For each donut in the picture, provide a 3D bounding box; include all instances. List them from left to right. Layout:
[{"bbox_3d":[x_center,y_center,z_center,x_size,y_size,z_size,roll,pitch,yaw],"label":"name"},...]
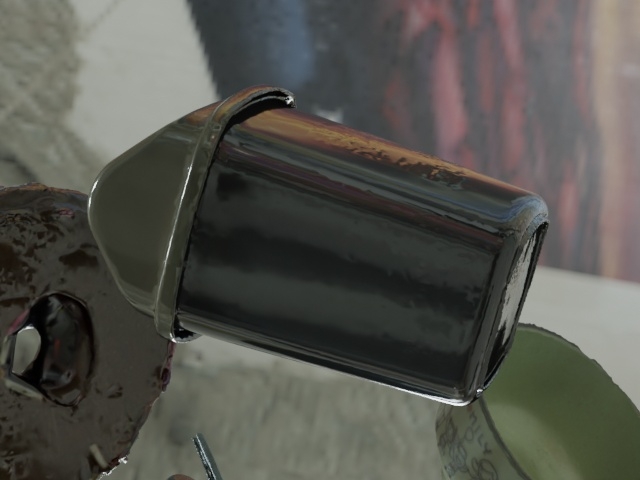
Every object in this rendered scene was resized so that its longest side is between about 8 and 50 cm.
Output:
[{"bbox_3d":[-0.238,0.080,1.514,0.269,0.103,0.270,-7,-78,-37],"label":"donut"}]

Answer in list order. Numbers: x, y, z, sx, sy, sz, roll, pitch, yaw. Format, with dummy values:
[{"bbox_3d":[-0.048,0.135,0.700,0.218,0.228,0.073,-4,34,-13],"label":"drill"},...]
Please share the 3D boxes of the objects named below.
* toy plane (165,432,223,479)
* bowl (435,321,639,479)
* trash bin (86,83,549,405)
[{"bbox_3d":[-0.108,0.314,1.918,0.060,0.096,0.235,16,-137,-53],"label":"toy plane"},{"bbox_3d":[0.176,0.184,1.591,0.112,0.211,0.211,-45,-1,32],"label":"bowl"},{"bbox_3d":[0.000,0.000,1.333,0.209,0.290,0.182,-27,-47,-74],"label":"trash bin"}]
